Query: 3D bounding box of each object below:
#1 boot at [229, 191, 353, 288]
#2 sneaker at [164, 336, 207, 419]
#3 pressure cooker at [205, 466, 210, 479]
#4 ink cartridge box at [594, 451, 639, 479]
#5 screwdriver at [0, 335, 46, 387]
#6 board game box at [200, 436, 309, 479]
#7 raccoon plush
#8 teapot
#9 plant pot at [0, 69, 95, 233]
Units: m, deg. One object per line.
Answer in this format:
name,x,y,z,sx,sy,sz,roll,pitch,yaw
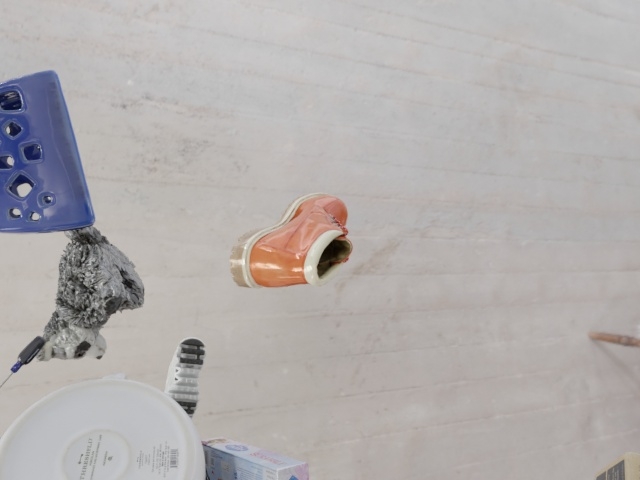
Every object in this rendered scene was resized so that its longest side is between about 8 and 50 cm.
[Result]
boot,0.000,0.000,0.560,0.158,0.084,0.059,-41,125,-53
sneaker,-0.417,0.431,1.918,0.110,0.118,0.292,18,80,-24
pressure cooker,-0.420,0.477,1.137,0.370,0.420,0.375,18,56,-25
ink cartridge box,0.448,0.387,0.748,0.235,0.088,0.193,22,50,2
screwdriver,-0.515,0.226,1.049,0.024,0.025,0.170,37,70,4
board game box,-0.124,0.533,1.133,0.066,0.319,0.318,1,84,-34
raccoon plush,-0.676,0.106,1.714,0.299,0.216,0.446,-31,79,7
teapot,-0.256,0.298,0.755,0.252,0.187,0.256,33,47,22
plant pot,-0.483,-0.115,0.987,0.212,0.236,0.236,-14,97,-20
